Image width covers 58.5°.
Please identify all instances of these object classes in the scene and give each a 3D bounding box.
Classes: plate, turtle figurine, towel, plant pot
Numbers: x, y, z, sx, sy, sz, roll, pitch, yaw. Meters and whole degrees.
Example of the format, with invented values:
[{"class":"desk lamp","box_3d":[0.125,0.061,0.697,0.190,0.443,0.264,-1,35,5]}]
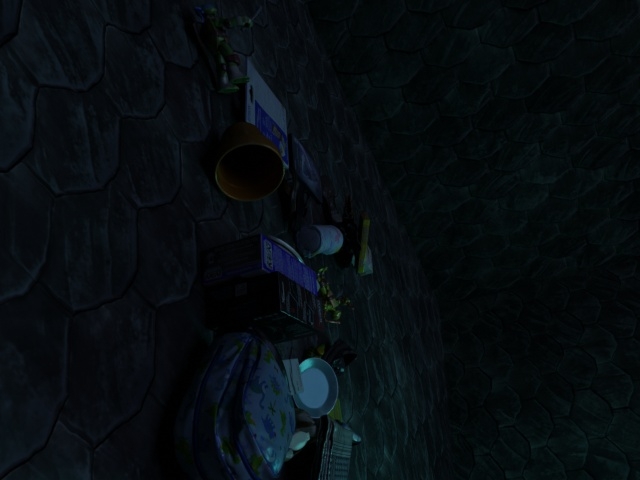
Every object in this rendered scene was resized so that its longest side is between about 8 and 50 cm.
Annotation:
[{"class":"plate","box_3d":[-0.021,0.470,1.825,0.188,0.024,0.188,13,68,-36]},{"class":"turtle figurine","box_3d":[-0.276,-0.626,1.845,0.274,0.197,0.267,-10,88,-67]},{"class":"turtle figurine","box_3d":[0.033,0.213,2.178,0.269,0.087,0.218,-9,75,-62]},{"class":"towel","box_3d":[0.013,0.553,1.953,0.237,0.021,0.102,49,25,-48]},{"class":"towel","box_3d":[0.036,0.691,1.671,0.324,0.056,0.313,56,41,-60]},{"class":"plant pot","box_3d":[-0.224,-0.254,1.717,0.205,0.205,0.188,55,11,-42]}]

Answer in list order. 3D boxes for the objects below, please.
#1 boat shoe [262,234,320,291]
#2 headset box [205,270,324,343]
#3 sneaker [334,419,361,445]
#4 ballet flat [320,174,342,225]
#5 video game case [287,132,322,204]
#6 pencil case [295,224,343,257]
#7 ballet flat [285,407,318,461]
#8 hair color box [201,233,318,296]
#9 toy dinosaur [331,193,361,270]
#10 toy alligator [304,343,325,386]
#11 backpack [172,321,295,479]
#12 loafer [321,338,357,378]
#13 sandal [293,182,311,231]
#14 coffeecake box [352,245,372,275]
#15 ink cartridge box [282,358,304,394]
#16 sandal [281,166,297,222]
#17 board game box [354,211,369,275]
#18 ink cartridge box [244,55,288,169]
[{"class":"boat shoe","box_3d":[-0.109,0.106,1.840,0.097,0.116,0.324,-61,140,-25]},{"class":"headset box","box_3d":[-0.134,0.196,1.530,0.293,0.217,0.110,41,39,-58]},{"class":"sneaker","box_3d":[0.077,0.658,1.948,0.237,0.085,0.086,49,23,-56]},{"class":"ballet flat","box_3d":[0.036,-0.173,2.557,0.084,0.058,0.250,-7,72,-31]},{"class":"video game case","box_3d":[-0.063,-0.300,2.424,0.274,0.026,0.196,44,35,-53]},{"class":"pencil case","box_3d":[0.000,0.000,2.220,0.273,0.113,0.124,-6,91,-70]},{"class":"ballet flat","box_3d":[-0.071,0.539,1.584,0.348,0.123,0.123,12,63,-69]},{"class":"hair color box","box_3d":[-0.158,0.105,1.588,0.339,0.185,0.110,41,39,-56]},{"class":"toy dinosaur","box_3d":[0.098,-0.027,2.451,0.218,0.164,0.322,-47,121,-72]},{"class":"toy alligator","box_3d":[-0.035,0.408,1.897,0.051,0.056,0.190,31,44,-3]},{"class":"backpack","box_3d":[-0.182,0.387,1.258,0.355,0.273,0.290,-46,125,-55]},{"class":"loafer","box_3d":[0.062,0.427,2.016,0.109,0.095,0.302,-68,169,14]},{"class":"sandal","box_3d":[-0.066,-0.121,2.154,0.255,0.054,0.097,-88,-172,-48]},{"class":"coffeecake box","box_3d":[0.186,0.059,2.751,0.185,0.068,0.143,54,26,-45]},{"class":"ink cartridge box","box_3d":[-0.105,0.403,1.676,0.180,0.060,0.104,18,58,-65]},{"class":"sandal","box_3d":[-0.117,-0.174,2.124,0.090,0.060,0.220,104,-9,-77]},{"class":"board game box","box_3d":[0.177,0.017,2.461,0.124,0.039,0.260,-98,-165,-71]},{"class":"ink cartridge box","box_3d":[-0.215,-0.450,2.069,0.307,0.072,0.304,43,36,-51]}]
